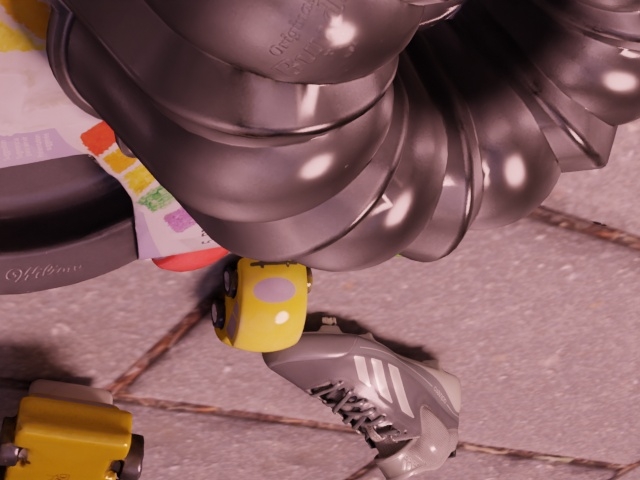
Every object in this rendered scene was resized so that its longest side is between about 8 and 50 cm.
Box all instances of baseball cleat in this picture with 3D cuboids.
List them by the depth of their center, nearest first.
[{"bbox_3d":[0.041,0.131,1.008,0.206,0.109,0.072,17,151,-36],"label":"baseball cleat"}]

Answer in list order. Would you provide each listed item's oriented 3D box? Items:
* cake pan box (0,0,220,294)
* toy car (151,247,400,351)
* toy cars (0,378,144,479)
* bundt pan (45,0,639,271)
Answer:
[{"bbox_3d":[-0.156,-0.074,0.634,0.246,0.070,0.267,-8,144,-11],"label":"cake pan box"},{"bbox_3d":[0.000,0.000,0.842,0.225,0.053,0.239,-19,148,9],"label":"toy car"},{"bbox_3d":[-0.236,0.099,0.882,0.177,0.087,0.393,-13,145,21],"label":"toy cars"},{"bbox_3d":[0.054,-0.108,0.549,0.331,0.124,0.330,-24,148,-16],"label":"bundt pan"}]
